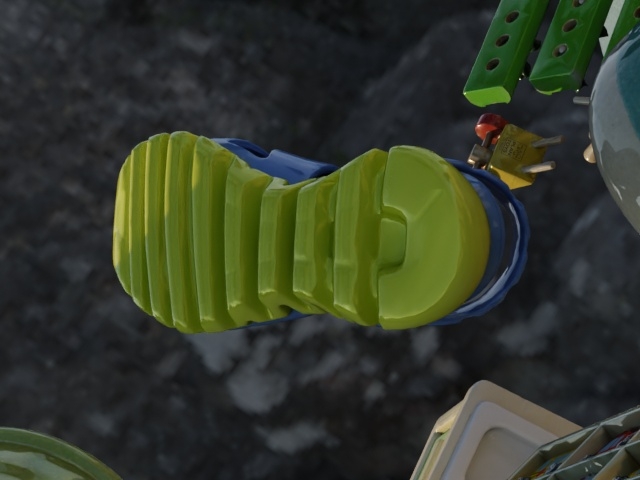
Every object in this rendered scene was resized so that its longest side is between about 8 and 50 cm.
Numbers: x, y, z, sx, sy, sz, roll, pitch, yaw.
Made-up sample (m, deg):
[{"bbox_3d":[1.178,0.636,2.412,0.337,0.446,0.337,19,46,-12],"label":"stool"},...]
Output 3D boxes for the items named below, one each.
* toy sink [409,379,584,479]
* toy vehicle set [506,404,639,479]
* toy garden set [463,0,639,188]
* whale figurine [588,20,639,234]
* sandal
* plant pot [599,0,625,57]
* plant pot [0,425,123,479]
[{"bbox_3d":[0.133,0.204,1.342,0.153,0.131,0.234,-64,2,-17],"label":"toy sink"},{"bbox_3d":[0.150,0.160,1.044,0.166,0.035,0.267,-41,1,-28],"label":"toy vehicle set"},{"bbox_3d":[0.222,-0.122,1.401,0.244,0.049,0.204,-6,49,43],"label":"toy garden set"},{"bbox_3d":[0.283,-0.035,1.011,0.141,0.272,0.216,-46,3,38],"label":"whale figurine"},{"bbox_3d":[0.000,0.000,1.080,0.317,0.138,0.126,9,95,42],"label":"sandal"},{"bbox_3d":[0.403,-0.337,1.906,0.247,0.252,0.248,-21,6,-1],"label":"plant pot"},{"bbox_3d":[-0.256,0.279,1.195,0.276,0.276,0.254,-55,-6,7],"label":"plant pot"}]
